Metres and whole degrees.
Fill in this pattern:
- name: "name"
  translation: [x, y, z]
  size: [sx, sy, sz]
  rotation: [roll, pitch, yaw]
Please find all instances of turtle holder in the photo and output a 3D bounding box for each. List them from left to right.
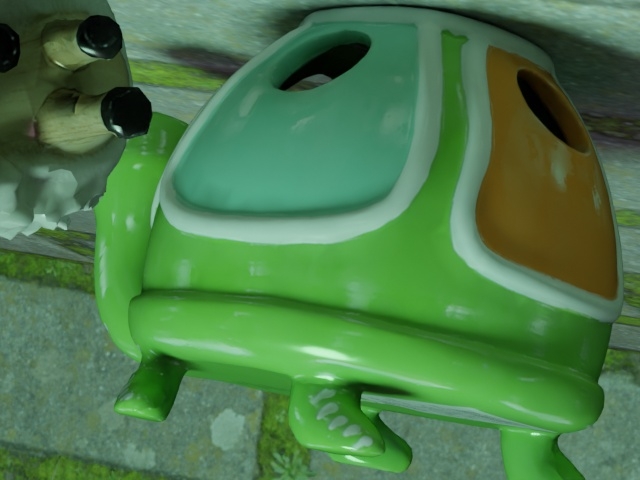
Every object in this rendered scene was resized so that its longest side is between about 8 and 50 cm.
- name: "turtle holder"
  translation: [0.019, 0.004, 1.036]
  size: [0.243, 0.227, 0.320]
  rotation: [14, 173, -22]

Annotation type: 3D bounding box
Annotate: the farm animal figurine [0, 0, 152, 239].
- name: "farm animal figurine"
  translation: [-0.232, -0.130, 0.524]
  size: [0.327, 0.330, 0.172]
  rotation: [-17, -174, -33]
